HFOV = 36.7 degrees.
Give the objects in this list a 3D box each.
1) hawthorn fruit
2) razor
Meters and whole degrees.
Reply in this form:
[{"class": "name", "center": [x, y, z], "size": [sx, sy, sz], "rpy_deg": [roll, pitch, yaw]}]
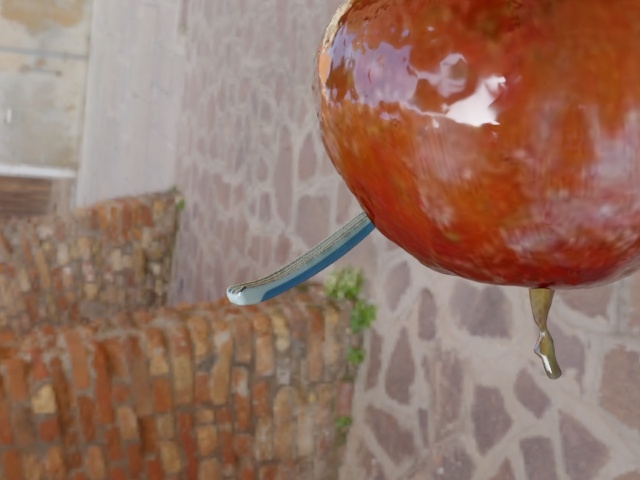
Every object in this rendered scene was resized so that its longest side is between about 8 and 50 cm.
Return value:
[{"class": "hawthorn fruit", "center": [0.124, -0.049, 0.577], "size": [0.242, 0.242, 0.271], "rpy_deg": [6, 113, 69]}, {"class": "razor", "center": [0.002, 0.003, 0.777], "size": [0.068, 0.191, 0.037], "rpy_deg": [6, 126, 48]}]
